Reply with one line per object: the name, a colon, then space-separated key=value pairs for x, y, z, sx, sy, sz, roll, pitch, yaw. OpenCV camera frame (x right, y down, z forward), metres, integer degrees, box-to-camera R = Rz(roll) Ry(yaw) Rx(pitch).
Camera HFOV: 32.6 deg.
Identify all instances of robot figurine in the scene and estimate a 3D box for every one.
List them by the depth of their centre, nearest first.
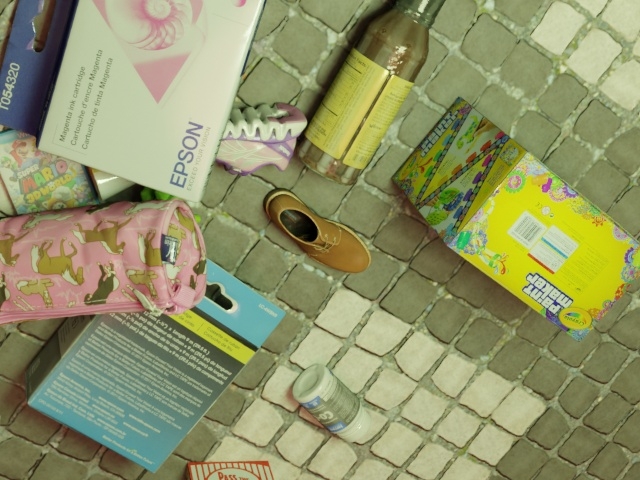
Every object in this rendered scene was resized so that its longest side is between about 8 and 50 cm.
robot figurine: x=-0.234 y=-0.035 z=1.671 sx=0.101 sy=0.067 sz=0.115 roll=-7 pitch=119 yaw=20

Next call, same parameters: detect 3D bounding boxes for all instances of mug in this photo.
mug: x=-0.308 y=-0.105 z=1.627 sx=0.064 sy=0.062 sz=0.078 roll=-20 pitch=124 yaw=-13

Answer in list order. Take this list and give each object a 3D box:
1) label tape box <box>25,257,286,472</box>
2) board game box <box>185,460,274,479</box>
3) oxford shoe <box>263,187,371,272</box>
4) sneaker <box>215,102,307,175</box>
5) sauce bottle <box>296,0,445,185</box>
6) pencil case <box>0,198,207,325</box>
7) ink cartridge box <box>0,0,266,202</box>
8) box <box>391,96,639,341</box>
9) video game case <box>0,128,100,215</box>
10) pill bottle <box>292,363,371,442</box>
label tape box: x=-0.262 y=0.164 z=1.732 sx=0.249 sy=0.115 sz=0.348 roll=36 pitch=97 yaw=-26
board game box: x=-0.144 y=0.445 z=1.843 sx=0.146 sy=0.193 sz=0.045 roll=1 pitch=113 yaw=-15
oxford shoe: x=0.000 y=0.000 z=1.743 sx=0.212 sy=0.076 sz=0.076 roll=32 pitch=101 yaw=-26
sneaker: x=-0.139 y=-0.144 z=1.636 sx=0.236 sy=0.095 sz=0.105 roll=-1 pitch=122 yaw=-15
sauce bottle: x=0.090 y=-0.250 z=1.631 sx=0.111 sy=0.111 sz=0.344 roll=26 pitch=106 yaw=-23
pencil case: x=-0.361 y=0.037 z=1.562 sx=0.386 sy=0.167 sz=0.160 roll=-5 pitch=109 yaw=12
ink cartridge box: x=-0.271 y=-0.254 z=1.502 sx=0.330 sy=0.071 sz=0.324 roll=18 pitch=105 yaw=-4
box: x=0.305 y=-0.038 z=1.687 sx=0.290 sy=0.279 sz=0.177 roll=35 pitch=102 yaw=-24
video game case: x=-0.410 y=-0.097 z=1.628 sx=0.119 sy=0.015 sz=0.166 roll=-19 pitch=117 yaw=-5
pill bottle: x=0.022 y=0.282 z=1.874 sx=0.078 sy=0.078 sz=0.137 roll=-41 pitch=116 yaw=6
